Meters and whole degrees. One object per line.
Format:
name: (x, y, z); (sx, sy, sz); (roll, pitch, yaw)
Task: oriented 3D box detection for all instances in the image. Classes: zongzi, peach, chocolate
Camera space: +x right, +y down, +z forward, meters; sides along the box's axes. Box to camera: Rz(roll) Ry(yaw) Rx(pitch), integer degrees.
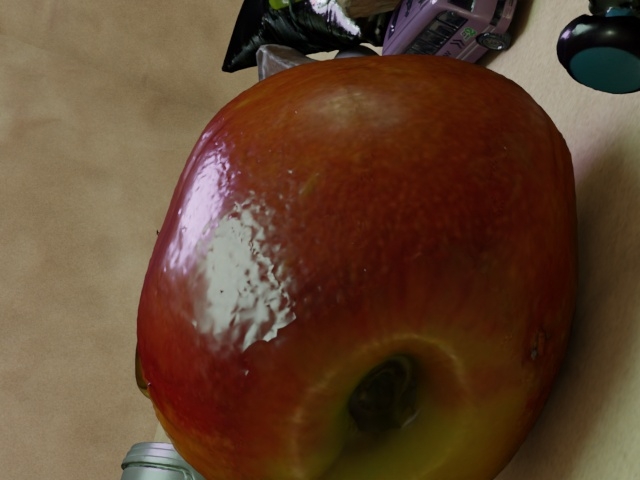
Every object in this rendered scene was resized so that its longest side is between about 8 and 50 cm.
zongzi: (-0.009, -0.388, 1.689); (0.362, 0.319, 0.383); (-14, 58, 46)
peach: (0.027, 0.023, 0.860); (0.372, 0.290, 0.372); (-55, 24, 39)
chocolate: (0.006, -0.172, 1.542); (0.254, 0.080, 0.157); (37, 144, 58)

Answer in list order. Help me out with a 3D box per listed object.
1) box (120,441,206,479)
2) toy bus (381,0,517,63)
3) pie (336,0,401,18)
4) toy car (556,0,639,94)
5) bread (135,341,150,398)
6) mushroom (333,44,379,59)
box: (-0.124, 0.325, 1.274); (0.226, 0.226, 0.149); (133, 155, -66)
toy bus: (0.142, -0.245, 1.274); (0.199, 0.108, 0.096); (141, 147, -71)
pie: (0.123, -0.314, 1.336); (0.185, 0.218, 0.052); (149, 102, -78)
toy car: (0.209, -0.198, 0.584); (0.198, 0.248, 0.204); (-2, 60, 38)
bread: (-0.183, 0.149, 1.937); (0.279, 0.225, 0.250); (134, 153, -56)
mushroom: (0.060, -0.229, 1.696); (0.270, 0.103, 0.118); (-88, -24, -65)
